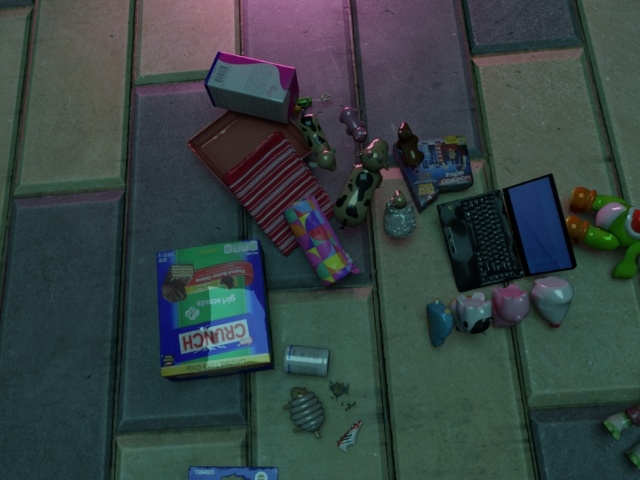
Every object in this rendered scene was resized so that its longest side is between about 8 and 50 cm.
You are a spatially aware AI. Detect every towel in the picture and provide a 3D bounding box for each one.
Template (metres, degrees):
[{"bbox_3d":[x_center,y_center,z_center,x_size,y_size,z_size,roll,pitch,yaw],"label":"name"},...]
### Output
[{"bbox_3d":[-0.100,-0.122,1.597,0.199,0.031,0.274,-41,108,-9],"label":"towel"}]

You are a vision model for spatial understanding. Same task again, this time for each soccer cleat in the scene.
[{"bbox_3d":[0.075,0.465,1.462,0.036,0.029,0.083,43,82,7],"label":"soccer cleat"}]

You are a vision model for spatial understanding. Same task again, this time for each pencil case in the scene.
[{"bbox_3d":[0.000,0.000,1.557,0.105,0.104,0.236,-33,93,-7],"label":"pencil case"}]

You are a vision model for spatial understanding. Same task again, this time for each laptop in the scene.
[{"bbox_3d":[0.446,-0.012,1.503,0.265,0.136,0.234,-14,86,4],"label":"laptop"}]

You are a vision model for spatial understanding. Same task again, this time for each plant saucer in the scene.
[{"bbox_3d":[-0.185,-0.251,1.667,0.259,0.047,0.258,-40,72,-9],"label":"plant saucer"}]

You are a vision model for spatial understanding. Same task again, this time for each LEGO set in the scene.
[{"bbox_3d":[0.050,0.374,1.500,0.054,0.023,0.083,-20,84,-1],"label":"LEGO set"}]

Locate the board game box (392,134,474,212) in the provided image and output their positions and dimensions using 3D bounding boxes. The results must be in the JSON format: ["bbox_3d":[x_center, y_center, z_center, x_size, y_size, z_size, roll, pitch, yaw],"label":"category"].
[{"bbox_3d":[0.302,-0.176,1.649,0.194,0.060,0.194,-6,72,2],"label":"board game box"}]

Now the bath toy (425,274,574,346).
[{"bbox_3d":[0.436,0.173,1.486,0.349,0.151,0.128,-10,109,-2],"label":"bath toy"}]

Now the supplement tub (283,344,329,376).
[{"bbox_3d":[-0.034,0.294,1.505,0.107,0.071,0.070,6,71,6],"label":"supplement tub"}]

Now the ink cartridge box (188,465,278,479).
[{"bbox_3d":[-0.210,0.637,1.412,0.224,0.045,0.223,-2,71,4],"label":"ink cartridge box"}]

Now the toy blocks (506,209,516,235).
[{"bbox_3d":[0.544,-0.038,1.587,0.148,0.054,0.123,42,79,16],"label":"toy blocks"}]

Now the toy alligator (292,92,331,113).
[{"bbox_3d":[-0.066,-0.389,1.757,0.190,0.051,0.056,-8,78,-10],"label":"toy alligator"}]

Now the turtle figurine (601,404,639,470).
[{"bbox_3d":[0.775,0.388,1.329,0.266,0.198,0.274,-38,30,9],"label":"turtle figurine"}]

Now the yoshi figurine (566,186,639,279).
[{"bbox_3d":[0.799,-0.014,1.527,0.363,0.203,0.203,15,32,24],"label":"yoshi figurine"}]

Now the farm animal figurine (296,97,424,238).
[{"bbox_3d":[0.091,-0.179,1.532,0.331,0.172,0.326,8,95,4],"label":"farm animal figurine"}]

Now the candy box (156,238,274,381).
[{"bbox_3d":[-0.262,0.175,1.536,0.269,0.122,0.316,-8,72,1],"label":"candy box"}]

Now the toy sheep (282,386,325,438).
[{"bbox_3d":[-0.033,0.409,1.460,0.091,0.091,0.132,-27,85,-5],"label":"toy sheep"}]

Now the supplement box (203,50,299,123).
[{"bbox_3d":[-0.179,-0.407,1.639,0.220,0.114,0.111,15,71,11],"label":"supplement box"}]
